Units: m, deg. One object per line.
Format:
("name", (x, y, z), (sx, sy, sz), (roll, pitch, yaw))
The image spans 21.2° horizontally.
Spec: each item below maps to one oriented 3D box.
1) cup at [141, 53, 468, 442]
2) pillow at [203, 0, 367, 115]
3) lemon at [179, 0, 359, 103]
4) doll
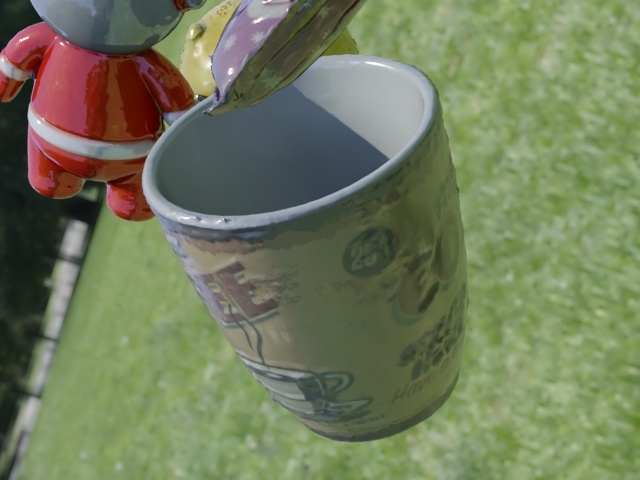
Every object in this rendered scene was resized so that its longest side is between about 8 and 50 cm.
("cup", (0.000, 0.000, 1.346), (0.301, 0.227, 0.257), (-106, -1, -57))
("pillow", (0.012, -0.130, 0.752), (0.185, 0.043, 0.118), (-47, 15, 6))
("lemon", (-0.044, -0.158, 1.664), (0.173, 0.206, 0.173), (-2, 86, 40))
("doll", (-0.178, -0.171, 1.397), (0.105, 0.199, 0.336), (-59, -19, -50))
